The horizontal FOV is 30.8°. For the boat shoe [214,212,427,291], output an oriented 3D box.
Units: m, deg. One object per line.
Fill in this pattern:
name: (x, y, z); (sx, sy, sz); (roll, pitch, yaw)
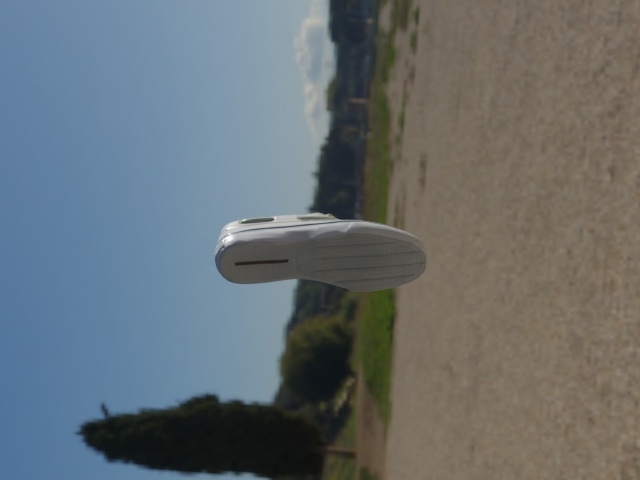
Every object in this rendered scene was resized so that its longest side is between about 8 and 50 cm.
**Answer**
boat shoe: (0.000, 0.000, 1.248); (0.076, 0.226, 0.083); (-96, 11, -55)
